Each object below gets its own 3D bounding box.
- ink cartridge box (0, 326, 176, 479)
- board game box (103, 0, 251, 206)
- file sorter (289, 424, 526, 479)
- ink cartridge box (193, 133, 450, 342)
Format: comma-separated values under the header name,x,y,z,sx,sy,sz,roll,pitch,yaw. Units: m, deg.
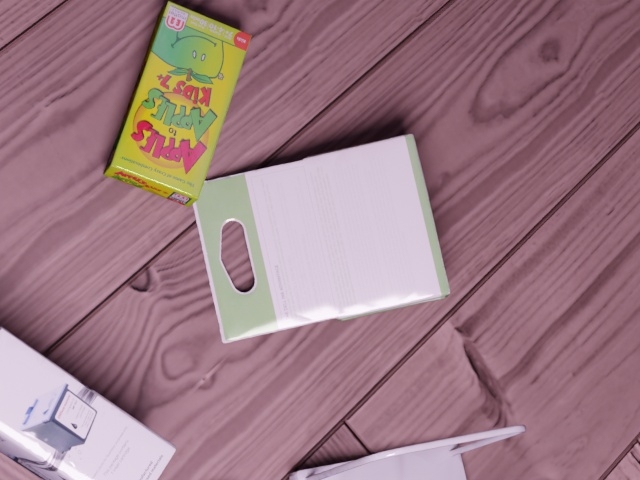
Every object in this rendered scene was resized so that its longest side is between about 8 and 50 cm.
name,x,y,z,sx,sy,sz,roll,pitch,yaw
ink cartridge box,-0.241,0.165,1.334,0.190,0.139,0.082,35,71,-13
board game box,-0.141,-0.135,1.480,0.092,0.043,0.181,21,73,-15
file sorter,0.117,0.330,1.413,0.192,0.173,0.278,-6,77,-29
ink cartridge box,0.000,0.000,1.514,0.235,0.056,0.171,-13,85,0
